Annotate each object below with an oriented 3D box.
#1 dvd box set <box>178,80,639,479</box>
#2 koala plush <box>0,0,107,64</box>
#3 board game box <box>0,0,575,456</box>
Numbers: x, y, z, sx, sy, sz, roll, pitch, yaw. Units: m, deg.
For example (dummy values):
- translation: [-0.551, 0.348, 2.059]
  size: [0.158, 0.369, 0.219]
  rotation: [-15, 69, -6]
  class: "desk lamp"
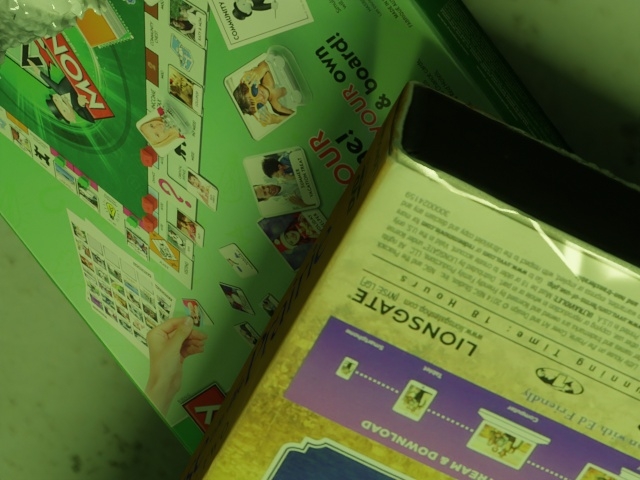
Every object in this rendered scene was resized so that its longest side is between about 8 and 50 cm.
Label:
- translation: [0.076, 0.170, 0.784]
  size: [0.307, 0.062, 0.420]
  rotation: [25, 123, -7]
  class: "dvd box set"
- translation: [-0.202, -0.122, 0.714]
  size: [0.221, 0.203, 0.196]
  rotation: [45, 90, -2]
  class: "koala plush"
- translation: [0.000, 0.000, 0.789]
  size: [0.213, 0.046, 0.317]
  rotation: [-33, 100, 27]
  class: "board game box"
